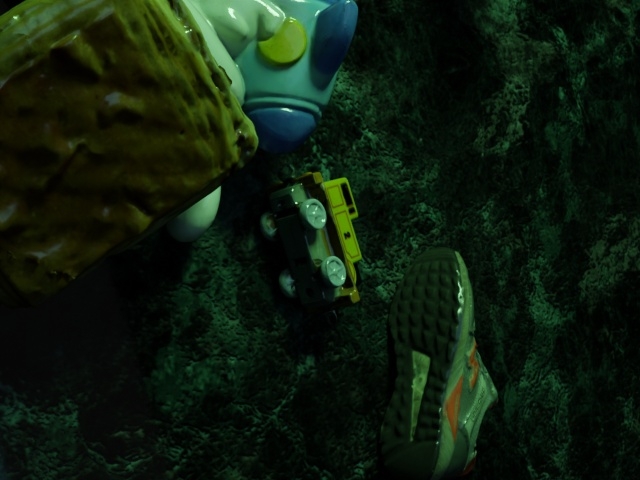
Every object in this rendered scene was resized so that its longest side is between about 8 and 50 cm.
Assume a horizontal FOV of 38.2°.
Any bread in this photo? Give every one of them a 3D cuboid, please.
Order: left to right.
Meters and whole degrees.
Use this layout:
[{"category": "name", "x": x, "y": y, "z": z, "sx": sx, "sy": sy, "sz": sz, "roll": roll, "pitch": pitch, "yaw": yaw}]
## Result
[{"category": "bread", "x": -0.255, "y": -0.117, "z": 0.916, "sx": 0.324, "sy": 0.167, "sz": 0.277, "roll": -40, "pitch": 132, "yaw": -14}]

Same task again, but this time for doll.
[{"category": "doll", "x": -0.094, "y": -0.235, "z": 1.099, "sx": 0.366, "sy": 0.187, "sz": 0.376, "roll": -27, "pitch": 124, "yaw": -20}]

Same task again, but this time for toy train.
[{"category": "toy train", "x": 0.000, "y": 0.000, "z": 1.211, "sx": 0.127, "sy": 0.089, "sz": 0.219, "roll": -21, "pitch": 94, "yaw": -50}]

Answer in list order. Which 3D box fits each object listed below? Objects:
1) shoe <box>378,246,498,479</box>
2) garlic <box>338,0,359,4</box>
[{"category": "shoe", "x": 0.192, "y": 0.183, "z": 1.310, "sx": 0.171, "sy": 0.132, "sz": 0.336, "roll": 21, "pitch": 71, "yaw": -40}, {"category": "garlic", "x": 0.026, "y": -0.366, "z": 1.244, "sx": 0.127, "sy": 0.194, "sz": 0.131, "roll": 54, "pitch": 46, "yaw": -29}]
